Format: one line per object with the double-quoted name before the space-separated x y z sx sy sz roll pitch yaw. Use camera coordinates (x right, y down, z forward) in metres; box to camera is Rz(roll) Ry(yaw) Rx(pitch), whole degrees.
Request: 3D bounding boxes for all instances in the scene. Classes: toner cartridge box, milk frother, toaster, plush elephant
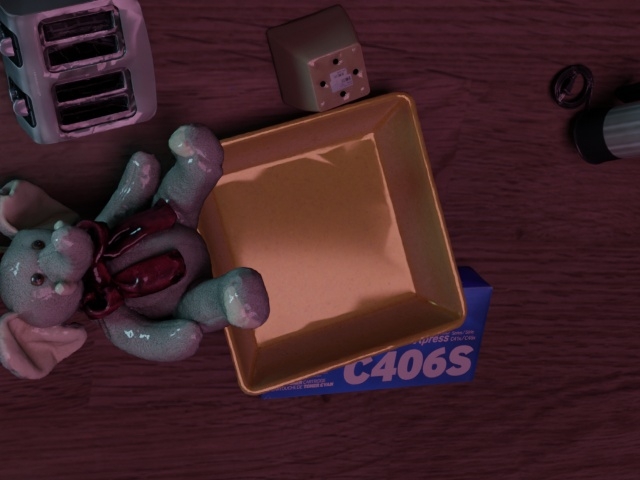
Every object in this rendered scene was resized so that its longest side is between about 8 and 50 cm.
"toner cartridge box" 0.072 0.132 1.867 0.348 0.075 0.165 -3 114 -23
"milk frother" 0.419 -0.185 1.822 0.143 0.135 0.129 17 77 -33
"toaster" -0.282 -0.216 1.506 0.186 0.110 0.168 -15 122 -17
"plush elephant" -0.264 0.029 1.533 0.255 0.271 0.330 0 157 -38

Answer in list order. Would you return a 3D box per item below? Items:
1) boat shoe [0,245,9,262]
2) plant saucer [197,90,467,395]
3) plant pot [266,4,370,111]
"boat shoe" -0.389 0.032 1.625 0.135 0.045 0.050 3 114 -25
"plant saucer" 0.000 0.000 1.712 0.333 0.081 0.332 -17 97 -15
"plant pot" 0.007 -0.224 1.640 0.109 0.096 0.109 -22 122 -13
